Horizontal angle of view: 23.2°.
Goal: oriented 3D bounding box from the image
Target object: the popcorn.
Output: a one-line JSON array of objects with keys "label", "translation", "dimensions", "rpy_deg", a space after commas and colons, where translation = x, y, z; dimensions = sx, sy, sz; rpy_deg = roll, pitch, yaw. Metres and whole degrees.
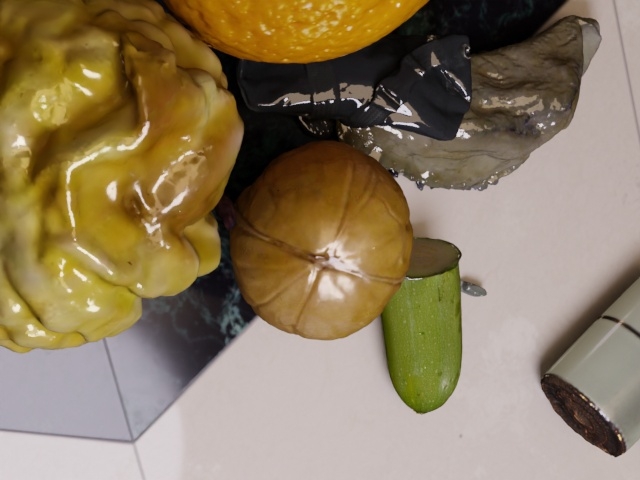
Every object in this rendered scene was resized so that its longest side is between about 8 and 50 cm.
[{"label": "popcorn", "translation": [-0.213, -0.079, 1.388], "dimensions": [0.382, 0.349, 0.349], "rpy_deg": [-15, 106, -53]}]

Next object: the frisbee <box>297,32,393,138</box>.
[{"label": "frisbee", "translation": [0.072, -0.188, 1.640], "dimensions": [0.187, 0.012, 0.211], "rpy_deg": [23, 87, -27]}]

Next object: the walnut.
[{"label": "walnut", "translation": [0.000, 0.000, 1.518], "dimensions": [0.193, 0.226, 0.193], "rpy_deg": [0, 92, -3]}]

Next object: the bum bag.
[{"label": "bum bag", "translation": [0.037, -0.171, 1.562], "dimensions": [0.248, 0.060, 0.123], "rpy_deg": [3, 69, -10]}]

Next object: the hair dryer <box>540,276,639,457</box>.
[{"label": "hair dryer", "translation": [0.417, 0.217, 1.809], "dimensions": [0.203, 0.128, 0.362], "rpy_deg": [-43, 120, -15]}]

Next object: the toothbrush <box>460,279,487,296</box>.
[{"label": "toothbrush", "translation": [0.099, 0.028, 1.680], "dimensions": [0.194, 0.017, 0.014], "rpy_deg": [21, 83, -23]}]

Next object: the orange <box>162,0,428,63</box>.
[{"label": "orange", "translation": [-0.015, -0.328, 1.386], "dimensions": [0.293, 0.340, 0.340], "rpy_deg": [-13, 107, 20]}]

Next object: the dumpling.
[{"label": "dumpling", "translation": [0.176, -0.126, 1.653], "dimensions": [0.332, 0.086, 0.166], "rpy_deg": [-19, 106, -18]}]

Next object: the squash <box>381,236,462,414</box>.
[{"label": "squash", "translation": [0.107, 0.097, 1.652], "dimensions": [0.095, 0.095, 0.188], "rpy_deg": [-17, 119, -22]}]
